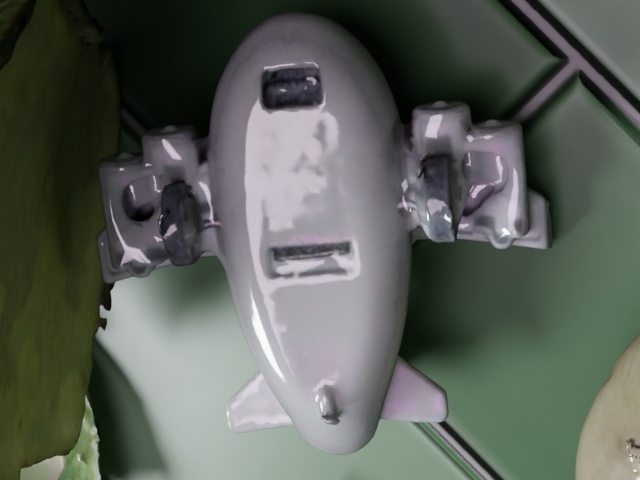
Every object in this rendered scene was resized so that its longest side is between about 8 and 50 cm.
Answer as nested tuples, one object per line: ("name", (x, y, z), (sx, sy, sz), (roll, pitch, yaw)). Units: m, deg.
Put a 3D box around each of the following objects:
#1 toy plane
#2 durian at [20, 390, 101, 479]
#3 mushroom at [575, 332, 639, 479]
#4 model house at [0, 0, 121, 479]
("toy plane", (0.000, 0.001, 0.816), (0.252, 0.118, 0.252), (2, 110, 4))
("durian", (-0.294, 0.064, 0.952), (0.198, 0.163, 0.394), (-27, 92, 27))
("mushroom", (0.242, 0.133, 0.716), (0.246, 0.202, 0.246), (4, 108, 12))
("model house", (-0.260, -0.009, 0.775), (0.266, 0.321, 0.261), (6, 87, 6))
